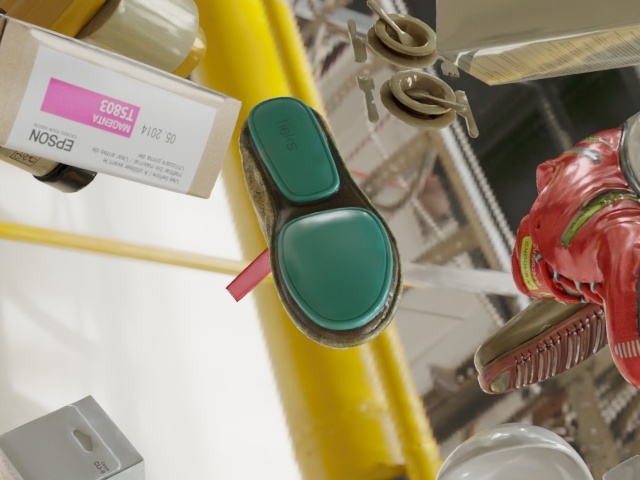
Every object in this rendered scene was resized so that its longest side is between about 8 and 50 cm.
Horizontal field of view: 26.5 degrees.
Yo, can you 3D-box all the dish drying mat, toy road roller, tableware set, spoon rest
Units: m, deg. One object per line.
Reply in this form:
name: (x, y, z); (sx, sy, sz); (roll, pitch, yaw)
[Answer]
dish drying mat: (-0.086, 0.043, 1.765); (0.083, 0.032, 0.008); (-44, -146, -11)
toy road roller: (-0.326, -0.241, 1.653); (0.329, 0.202, 0.241); (-42, -126, 18)
tableware set: (0.103, -0.196, 1.507); (0.194, 0.128, 0.039); (-100, -157, -45)
spoon rest: (0.226, 0.236, 1.310); (0.137, 0.276, 0.084); (-41, -130, 34)

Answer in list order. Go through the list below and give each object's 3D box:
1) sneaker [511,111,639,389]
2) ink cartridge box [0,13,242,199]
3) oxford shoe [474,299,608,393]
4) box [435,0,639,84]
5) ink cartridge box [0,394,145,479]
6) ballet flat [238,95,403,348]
sneaker: (0.173, 0.016, 0.810); (0.118, 0.107, 0.279); (-20, -160, 17)
ink cartridge box: (-0.211, -0.112, 1.019); (0.193, 0.234, 0.088); (21, -87, 40)
oxford shoe: (0.288, 0.034, 1.459); (0.130, 0.348, 0.123); (51, -15, 23)
box: (0.284, -0.250, 1.390); (0.311, 0.148, 0.121); (-4, -100, 31)
ink cartridge box: (-0.282, 0.295, 1.552); (0.128, 0.127, 0.176); (41, -39, 38)
ballet flat: (0.000, 0.000, 1.286); (0.123, 0.123, 0.348); (-55, -145, 28)
